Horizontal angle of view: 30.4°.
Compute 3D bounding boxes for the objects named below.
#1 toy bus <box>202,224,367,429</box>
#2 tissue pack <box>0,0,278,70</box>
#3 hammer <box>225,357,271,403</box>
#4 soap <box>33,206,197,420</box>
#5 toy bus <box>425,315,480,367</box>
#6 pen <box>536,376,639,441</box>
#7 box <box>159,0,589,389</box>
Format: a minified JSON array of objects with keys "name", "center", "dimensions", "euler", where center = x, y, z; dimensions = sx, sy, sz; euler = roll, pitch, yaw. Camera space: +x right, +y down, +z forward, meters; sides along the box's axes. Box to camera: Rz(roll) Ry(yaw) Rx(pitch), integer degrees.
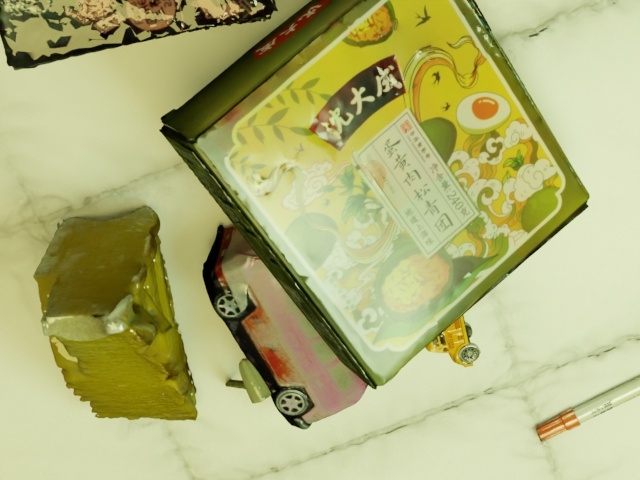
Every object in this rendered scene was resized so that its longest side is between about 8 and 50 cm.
[{"name":"toy bus","center":[-0.040,0.110,1.593],"dimensions":[0.147,0.127,0.303],"euler":[-23,115,15]},{"name":"tissue pack","center":[-0.230,-0.345,1.357],"dimensions":[0.332,0.123,0.245],"euler":[-12,106,-2]},{"name":"hammer","center":[-0.113,0.189,1.613],"dimensions":[0.028,0.195,0.060],"euler":[-29,93,-17]},{"name":"soap","center":[-0.252,0.170,1.514],"dimensions":[0.169,0.304,0.339],"euler":[-7,117,3]},{"name":"toy bus","center":[0.172,0.101,1.639],"dimensions":[0.074,0.069,0.162],"euler":[-13,115,3]},{"name":"pen","center":[0.431,0.237,1.749],"dimensions":[0.239,0.028,0.028],"euler":[-28,115,9]},{"name":"box","center":[0.078,-0.091,1.434],"dimensions":[0.373,0.138,0.420],"euler":[-40,115,-8]}]
